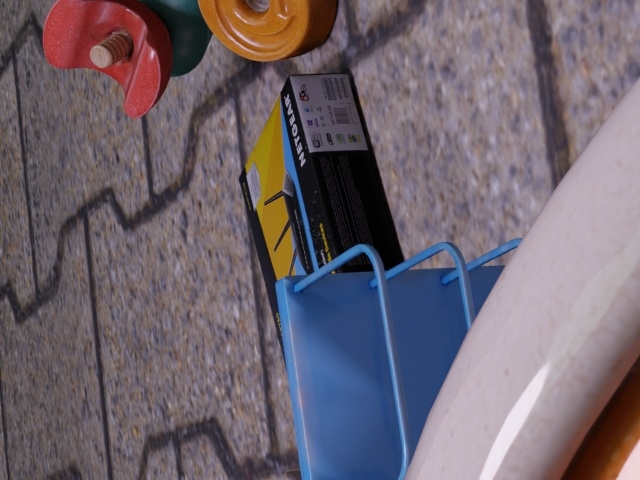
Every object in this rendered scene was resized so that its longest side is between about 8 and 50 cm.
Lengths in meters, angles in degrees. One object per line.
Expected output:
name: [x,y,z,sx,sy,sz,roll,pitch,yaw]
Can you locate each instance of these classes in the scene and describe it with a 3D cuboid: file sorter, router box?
file sorter: [0.083,0.061,0.890,0.104,0.170,0.118,149,116,-62]
router box: [0.000,0.000,1.263,0.133,0.046,0.179,119,142,-55]

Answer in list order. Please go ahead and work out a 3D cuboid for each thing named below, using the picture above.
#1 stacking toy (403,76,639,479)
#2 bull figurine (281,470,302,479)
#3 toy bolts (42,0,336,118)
stacking toy: [0.272,0.135,0.339,0.480,0.351,0.350,47,139,33]
bull figurine: [0.038,0.272,1.134,0.310,0.101,0.188,-139,53,-59]
toy bolts: [-0.072,-0.197,1.373,0.218,0.158,0.228,38,130,9]
